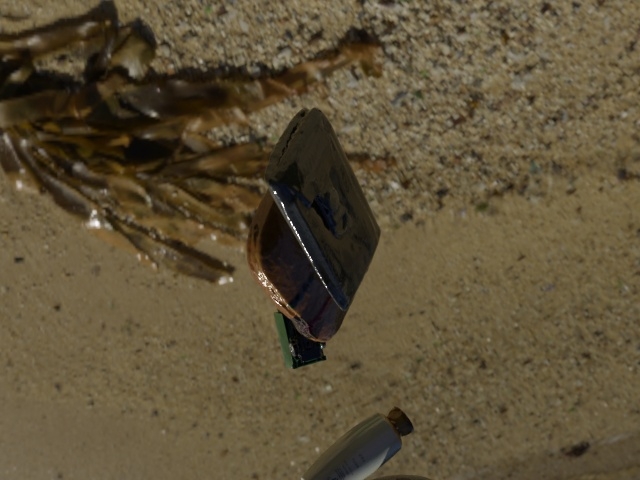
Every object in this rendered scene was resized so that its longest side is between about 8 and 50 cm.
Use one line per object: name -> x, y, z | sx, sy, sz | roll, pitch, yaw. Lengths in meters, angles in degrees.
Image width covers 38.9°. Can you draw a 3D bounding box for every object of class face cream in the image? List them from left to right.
face cream -> 0.056, 0.315, 1.341 | 0.182, 0.051, 0.072 | -34, 97, -18

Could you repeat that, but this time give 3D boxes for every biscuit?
biscuit -> 0.001, 0.000, 1.445 | 0.262, 0.052, 0.277 | -58, 134, -27

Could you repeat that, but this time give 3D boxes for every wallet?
wallet -> 0.012, -0.041, 1.205 | 0.052, 0.168, 0.245 | -8, 129, 30

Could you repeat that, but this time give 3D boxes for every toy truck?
toy truck -> -0.038, 0.143, 1.562 | 0.065, 0.079, 0.147 | -14, 93, -20

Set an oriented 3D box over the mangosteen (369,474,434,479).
mangosteen -> 0.137, 0.523, 1.437 | 0.311, 0.311, 0.311 | -9, 130, -11
